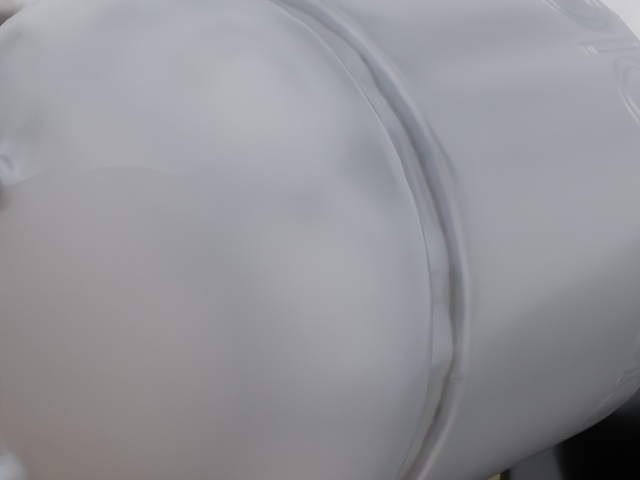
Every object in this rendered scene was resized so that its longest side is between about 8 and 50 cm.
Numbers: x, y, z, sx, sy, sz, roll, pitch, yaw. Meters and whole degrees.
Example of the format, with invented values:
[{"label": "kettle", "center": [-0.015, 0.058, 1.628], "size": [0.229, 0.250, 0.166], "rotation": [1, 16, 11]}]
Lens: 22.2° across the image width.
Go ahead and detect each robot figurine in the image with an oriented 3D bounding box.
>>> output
[{"label": "robot figurine", "center": [0.000, 0.000, 0.575], "size": [0.199, 0.300, 0.353], "rotation": [-7, 5, 40]}]

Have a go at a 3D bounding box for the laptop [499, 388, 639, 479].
[{"label": "laptop", "center": [0.306, 0.149, 0.701], "size": [0.236, 0.408, 0.382], "rotation": [57, 29, -36]}]
